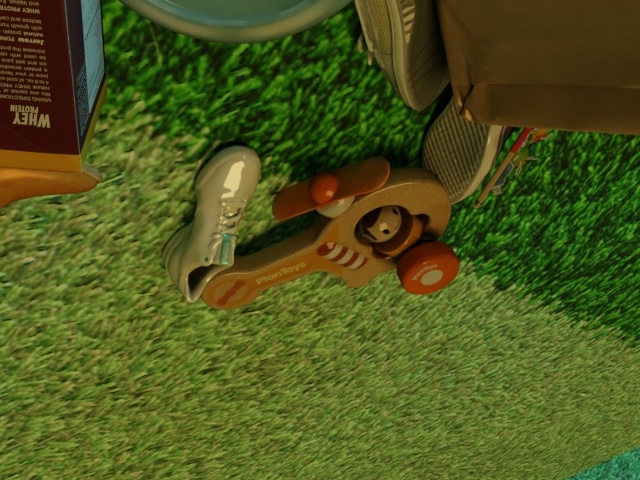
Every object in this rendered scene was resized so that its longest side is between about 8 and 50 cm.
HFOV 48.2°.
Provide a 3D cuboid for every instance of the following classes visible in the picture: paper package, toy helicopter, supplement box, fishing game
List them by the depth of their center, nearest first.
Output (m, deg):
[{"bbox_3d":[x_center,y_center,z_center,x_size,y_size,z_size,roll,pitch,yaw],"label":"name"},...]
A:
[{"bbox_3d":[-0.281,-0.173,0.565,0.191,0.129,0.194,4,132,-8],"label":"supplement box"},{"bbox_3d":[0.332,-0.242,0.679,0.325,0.309,0.168,-34,118,-23],"label":"paper package"},{"bbox_3d":[0.283,-0.133,0.927,0.264,0.041,0.189,-40,163,-48],"label":"fishing game"},{"bbox_3d":[0.000,0.000,0.943,0.355,0.140,0.235,-22,143,4],"label":"toy helicopter"}]

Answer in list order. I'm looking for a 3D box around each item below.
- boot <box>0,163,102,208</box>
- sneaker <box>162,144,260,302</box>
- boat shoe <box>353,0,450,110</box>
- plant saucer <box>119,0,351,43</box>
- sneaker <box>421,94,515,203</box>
[{"bbox_3d":[-0.368,-0.003,0.667,0.295,0.104,0.211,10,82,-26],"label":"boot"},{"bbox_3d":[-0.123,-0.014,0.881,0.080,0.094,0.212,9,126,-34],"label":"sneaker"},{"bbox_3d":[0.080,-0.269,0.753,0.118,0.103,0.320,-47,146,-10],"label":"boat shoe"},{"bbox_3d":[-0.078,-0.296,0.576,0.318,0.043,0.317,0,133,0],"label":"plant saucer"},{"bbox_3d":[0.243,-0.167,0.937,0.161,0.102,0.282,-20,149,-32],"label":"sneaker"}]
